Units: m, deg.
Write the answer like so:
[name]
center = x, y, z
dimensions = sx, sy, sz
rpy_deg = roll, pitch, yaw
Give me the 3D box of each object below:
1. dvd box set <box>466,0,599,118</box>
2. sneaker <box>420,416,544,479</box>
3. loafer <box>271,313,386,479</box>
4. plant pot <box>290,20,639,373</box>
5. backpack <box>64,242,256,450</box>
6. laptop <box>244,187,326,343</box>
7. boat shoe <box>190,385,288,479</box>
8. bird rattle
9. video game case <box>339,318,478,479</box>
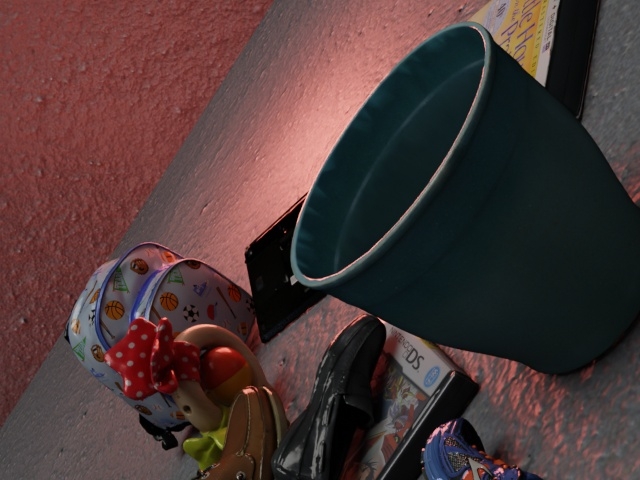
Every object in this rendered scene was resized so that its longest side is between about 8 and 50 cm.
[dvd box set]
center = 0.191, -0.181, 1.490
dimensions = 0.420, 0.062, 0.307
rpy_deg = -35, 29, 48
[sneaker]
center = 0.153, 0.222, 0.955
dimensions = 0.087, 0.083, 0.221
rpy_deg = -39, 28, 10
[loafer]
center = 0.027, 0.180, 1.223
dimensions = 0.078, 0.076, 0.223
rpy_deg = 10, 56, 31
[plant pot]
center = 0.154, -0.013, 1.021
dimensions = 0.271, 0.255, 0.271
rpy_deg = -47, 21, 25
[backpack]
center = -0.248, 0.140, 1.754
dimensions = 0.213, 0.263, 0.276
rpy_deg = -37, 27, 46
[laptop]
center = 0.000, 0.000, 1.751
dimensions = 0.234, 0.137, 0.264
rpy_deg = -41, 50, 40
[boat shoe]
center = -0.102, 0.294, 1.297
dimensions = 0.110, 0.105, 0.307
rpy_deg = 118, 159, -43
[bird rattle]
center = -0.157, 0.196, 1.509
dimensions = 0.143, 0.253, 0.207
rpy_deg = -45, -1, 30
[video game case]
center = 0.045, 0.222, 1.257
dimensions = 0.274, 0.035, 0.248
rpy_deg = -56, 19, 4
